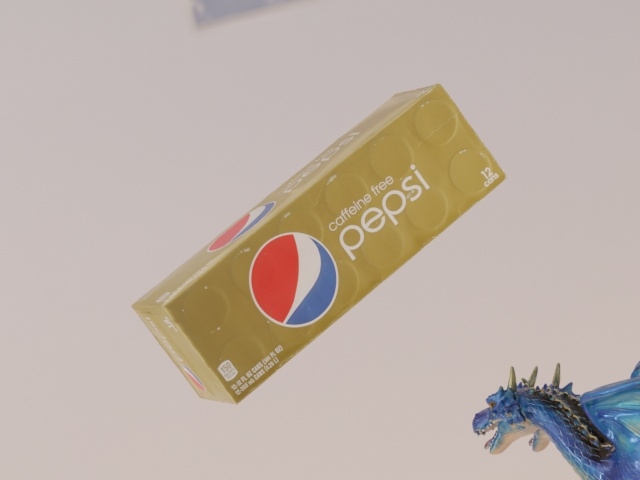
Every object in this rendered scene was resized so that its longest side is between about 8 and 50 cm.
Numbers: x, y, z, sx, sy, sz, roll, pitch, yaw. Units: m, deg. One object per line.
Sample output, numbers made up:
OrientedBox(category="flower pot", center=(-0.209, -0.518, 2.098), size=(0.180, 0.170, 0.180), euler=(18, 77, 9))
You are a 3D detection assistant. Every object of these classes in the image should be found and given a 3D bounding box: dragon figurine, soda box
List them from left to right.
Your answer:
OrientedBox(category="soda box", center=(0.000, 0.000, 0.971), size=(0.181, 0.061, 0.058), euler=(-40, -168, -18))
OrientedBox(category="dragon figurine", center=(0.210, 0.107, 1.173), size=(0.085, 0.144, 0.289), euler=(-22, 173, -42))
